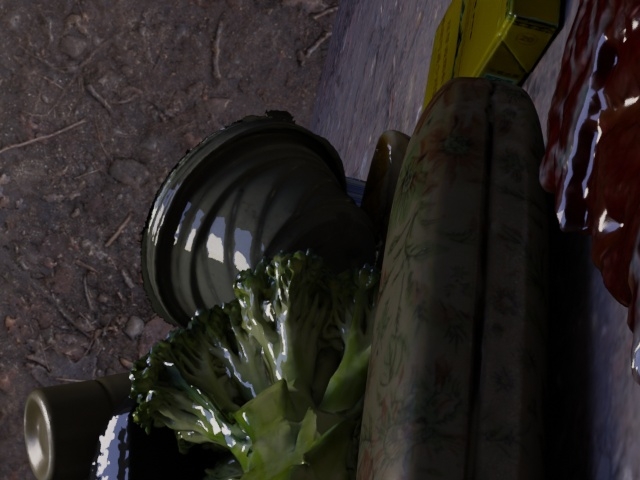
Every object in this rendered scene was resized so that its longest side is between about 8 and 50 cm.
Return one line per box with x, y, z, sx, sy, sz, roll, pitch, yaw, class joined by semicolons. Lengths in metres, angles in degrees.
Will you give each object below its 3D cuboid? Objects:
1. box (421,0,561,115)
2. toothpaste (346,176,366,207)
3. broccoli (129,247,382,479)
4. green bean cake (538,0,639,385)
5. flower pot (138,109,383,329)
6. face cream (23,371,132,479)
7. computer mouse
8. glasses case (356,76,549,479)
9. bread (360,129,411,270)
0.131;-0.167;1.000;0.279;0.041;0.153;117;165;-67;box
0.015;0.057;1.577;0.066;0.053;0.272;121;160;-73;toothpaste
-0.032;0.173;0.866;0.252;0.221;0.361;-28;17;32;broccoli
0.138;-0.048;0.374;0.233;0.097;0.199;-118;41;-81;green bean cake
-0.039;0.011;1.180;0.140;0.235;0.236;33;116;40;flower pot
-0.087;0.149;1.127;0.084;0.341;0.137;53;137;43;face cream
-0.127;0.246;1.019;0.086;0.137;0.270;-10;73;47;computer mouse
0.072;0.092;0.691;0.156;0.098;0.425;100;179;-53;glasses case
0.066;-0.010;1.230;0.073;0.053;0.214;-106;22;-50;bread
